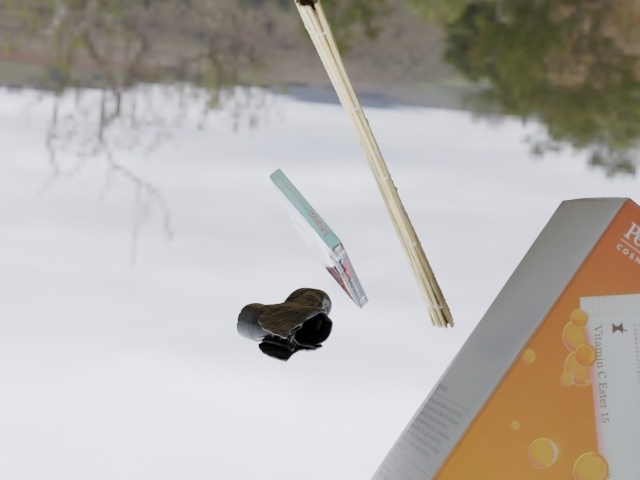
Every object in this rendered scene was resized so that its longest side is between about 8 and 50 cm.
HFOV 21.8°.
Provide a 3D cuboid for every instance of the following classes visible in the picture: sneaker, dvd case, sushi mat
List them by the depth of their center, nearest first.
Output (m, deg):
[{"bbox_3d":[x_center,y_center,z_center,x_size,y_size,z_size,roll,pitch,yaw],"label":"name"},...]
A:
[{"bbox_3d":[0.031,-0.087,1.286,0.019,0.316,0.151,-23,-146,4],"label":"sushi mat"},{"bbox_3d":[0.000,0.000,1.339,0.087,0.013,0.119,50,175,28],"label":"dvd case"},{"bbox_3d":[-0.018,0.086,1.692,0.089,0.051,0.170,12,-167,36],"label":"sneaker"}]

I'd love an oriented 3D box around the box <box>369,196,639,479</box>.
[{"bbox_3d":[0.192,0.166,1.247,0.215,0.345,0.168,35,176,-6],"label":"box"}]
